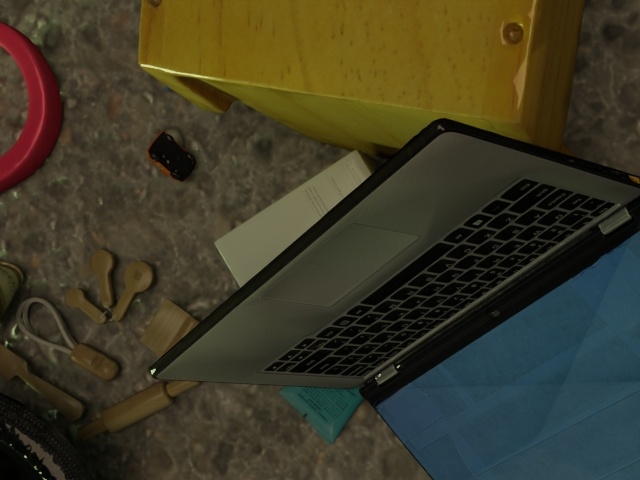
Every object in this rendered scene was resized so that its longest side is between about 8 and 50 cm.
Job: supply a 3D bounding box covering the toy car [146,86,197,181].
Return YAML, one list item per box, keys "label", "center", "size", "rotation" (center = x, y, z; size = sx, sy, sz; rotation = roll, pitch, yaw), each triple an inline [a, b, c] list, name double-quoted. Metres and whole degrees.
- label: "toy car"
  center: [-0.163, -0.128, 1.130]
  size: [0.040, 0.060, 0.122]
  rotation: [-7, 64, 57]

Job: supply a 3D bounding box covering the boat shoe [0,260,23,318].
- label: "boat shoe"
  center: [-0.486, 0.087, 1.181]
  size: [0.285, 0.089, 0.105]
  rotation: [-9, 111, 17]

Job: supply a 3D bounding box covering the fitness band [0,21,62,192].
- label: "fitness band"
  center: [-0.445, -0.142, 1.188]
  size: [0.290, 0.054, 0.209]
  rotation: [-24, 86, 14]

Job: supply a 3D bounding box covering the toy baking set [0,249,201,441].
- label: "toy baking set"
  center: [-0.256, 0.127, 1.144]
  size: [0.256, 0.030, 0.197]
  rotation: [-32, 78, 11]

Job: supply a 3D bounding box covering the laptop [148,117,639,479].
- label: "laptop"
  center: [0.142, 0.135, 0.841]
  size: [0.382, 0.407, 0.236]
  rotation: [-41, 54, 36]

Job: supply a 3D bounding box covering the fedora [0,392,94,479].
- label: "fedora"
  center: [-0.368, 0.302, 1.101]
  size: [0.333, 0.152, 0.334]
  rotation: [0, 90, 11]

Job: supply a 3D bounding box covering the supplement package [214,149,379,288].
- label: "supplement package"
  center: [0.000, 0.000, 1.039]
  size: [0.179, 0.105, 0.105]
  rotation: [-32, 82, 11]

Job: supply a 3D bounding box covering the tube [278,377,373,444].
- label: "tube"
  center: [0.046, 0.119, 1.057]
  size: [0.080, 0.052, 0.207]
  rotation: [44, 105, 14]

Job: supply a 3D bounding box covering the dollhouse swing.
- label: "dollhouse swing"
  center: [0.074, -0.212, 0.879]
  size: [0.346, 0.305, 0.315]
  rotation: [12, 102, 29]
